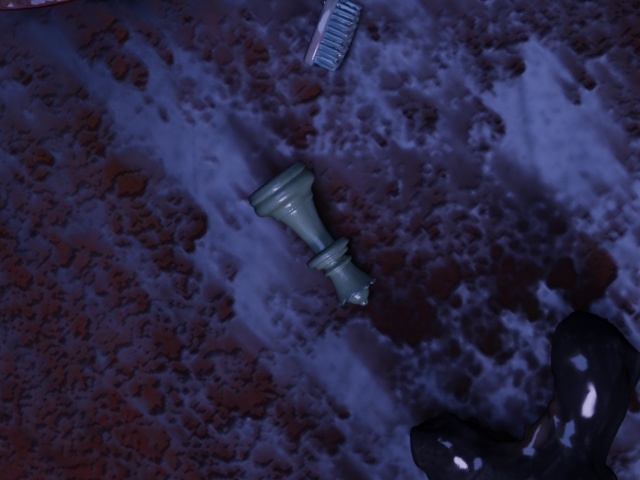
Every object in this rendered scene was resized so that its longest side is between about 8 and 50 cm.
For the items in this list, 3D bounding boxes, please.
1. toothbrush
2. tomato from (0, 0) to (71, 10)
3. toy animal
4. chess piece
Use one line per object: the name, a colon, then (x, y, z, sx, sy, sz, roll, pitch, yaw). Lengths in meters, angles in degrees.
toothbrush: (0.055, -0.221, 0.866, 0.027, 0.021, 0.269, 26, 100, -3)
tomato: (-0.167, -0.287, 0.851, 0.338, 0.143, 0.338, 1, 96, 9)
toy animal: (0.121, 0.218, 0.845, 0.168, 0.106, 0.343, -11, 89, 14)
chess piece: (0.000, 0.000, 0.889, 0.042, 0.042, 0.093, -37, 93, 13)
